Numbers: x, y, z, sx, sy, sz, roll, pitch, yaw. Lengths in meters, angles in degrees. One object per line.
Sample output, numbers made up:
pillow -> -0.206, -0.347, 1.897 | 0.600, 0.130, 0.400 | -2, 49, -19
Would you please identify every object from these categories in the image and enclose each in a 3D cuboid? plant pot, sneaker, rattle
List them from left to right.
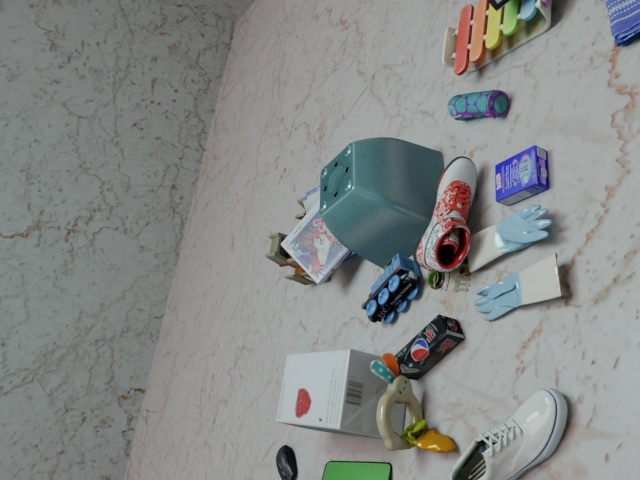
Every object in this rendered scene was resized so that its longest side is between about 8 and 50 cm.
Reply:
plant pot -> 0.136, -0.111, 1.515 | 0.247, 0.252, 0.248 | -39, 41, 46
rattle -> 0.186, 0.330, 1.252 | 0.142, 0.130, 0.200 | 150, 122, -64
sneaker -> 0.296, -0.056, 1.320 | 0.270, 0.090, 0.145 | -66, 11, 0
sneaker -> 0.321, 0.356, 1.048 | 0.258, 0.091, 0.094 | -60, 29, 19

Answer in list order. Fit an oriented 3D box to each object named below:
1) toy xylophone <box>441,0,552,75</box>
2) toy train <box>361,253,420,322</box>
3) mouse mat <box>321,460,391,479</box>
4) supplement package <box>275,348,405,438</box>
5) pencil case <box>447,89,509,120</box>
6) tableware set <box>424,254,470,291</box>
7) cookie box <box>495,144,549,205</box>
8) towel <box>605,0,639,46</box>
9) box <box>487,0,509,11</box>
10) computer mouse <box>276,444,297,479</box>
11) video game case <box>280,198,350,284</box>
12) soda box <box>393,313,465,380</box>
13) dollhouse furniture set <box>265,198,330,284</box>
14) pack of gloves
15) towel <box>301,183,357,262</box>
toy xylophone -> 0.427, -0.537, 1.449 | 0.322, 0.081, 0.236 | -30, 47, 51
toy train -> 0.173, 0.123, 1.489 | 0.184, 0.080, 0.105 | -53, 23, 34
mouse mat -> 0.069, 0.569, 1.361 | 0.189, 0.007, 0.153 | -13, 43, 36
supplement package -> 0.046, 0.367, 1.448 | 0.293, 0.175, 0.178 | -21, 55, 56
pencil case -> 0.369, -0.316, 1.428 | 0.070, 0.064, 0.151 | -57, 26, -10
tableware set -> 0.286, 0.062, 1.376 | 0.154, 0.024, 0.104 | -1, 72, 61
cookie box -> 0.414, -0.132, 1.254 | 0.107, 0.040, 0.092 | -28, 50, 52
towel -> 0.632, -0.551, 1.136 | 0.243, 0.040, 0.336 | -33, 45, 48
box -> 0.474, -0.678, 1.346 | 0.242, 0.076, 0.308 | -32, 28, 40
computer mouse -> -0.088, 0.664, 1.642 | 0.071, 0.041, 0.242 | -54, 32, 26
video game case -> 0.000, 0.000, 1.725 | 0.183, 0.023, 0.201 | -49, 51, 4
soda box -> 0.232, 0.235, 1.321 | 0.169, 0.060, 0.053 | -52, 36, 32
dollhouse furniture set -> -0.041, 0.015, 1.929 | 0.259, 0.135, 0.262 | -14, 60, 45
pack of gloves -> 0.388, 0.049, 1.202 | 0.232, 0.046, 0.195 | -37, 48, 55
towel -> 0.058, -0.067, 1.756 | 0.209, 0.034, 0.285 | -28, 55, 20
